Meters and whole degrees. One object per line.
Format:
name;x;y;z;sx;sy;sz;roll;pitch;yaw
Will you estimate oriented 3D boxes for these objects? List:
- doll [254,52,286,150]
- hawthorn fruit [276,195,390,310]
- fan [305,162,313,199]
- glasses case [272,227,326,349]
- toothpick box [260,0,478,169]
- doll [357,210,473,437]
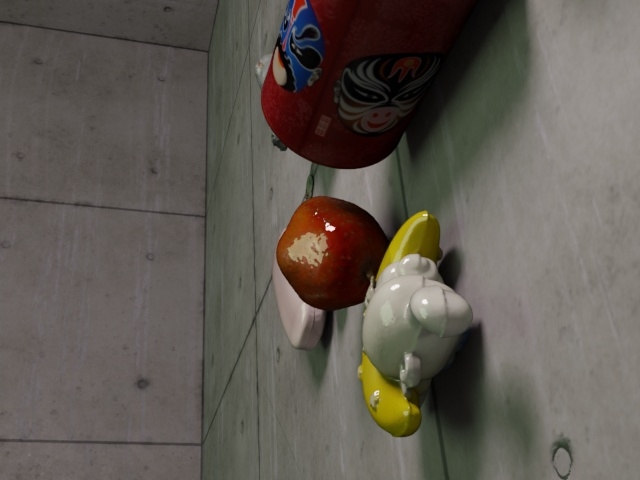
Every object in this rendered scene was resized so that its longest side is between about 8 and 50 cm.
doll;-0.055;-0.286;1.465;0.340;0.158;0.245;-115;45;-68
hawthorn fruit;0.034;0.024;1.062;0.203;0.163;0.162;14;99;59
fan;-0.020;-0.121;1.577;0.056;0.004;0.083;-148;65;-74
glasses case;-0.041;0.082;1.446;0.296;0.075;0.113;-110;29;-57
toothpick box;0.060;-0.259;0.926;0.333;0.204;0.204;117;154;-54
doll;0.099;0.095;0.846;0.237;0.111;0.252;-78;2;-54
